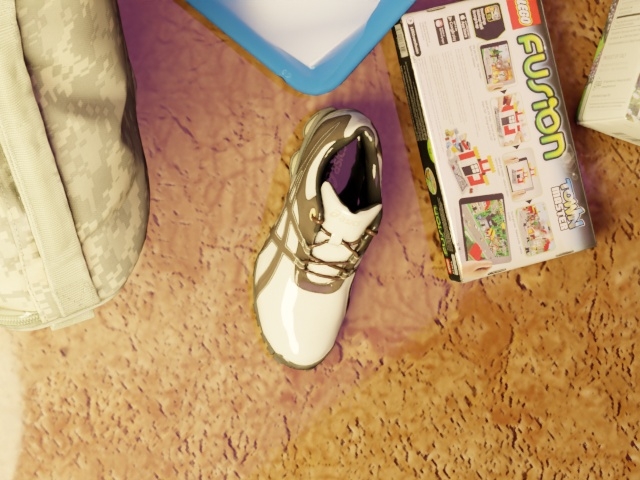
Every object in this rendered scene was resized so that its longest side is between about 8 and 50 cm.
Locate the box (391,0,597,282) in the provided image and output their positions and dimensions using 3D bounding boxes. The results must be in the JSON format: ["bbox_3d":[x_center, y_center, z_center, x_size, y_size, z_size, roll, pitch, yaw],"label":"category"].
[{"bbox_3d":[0.132,-0.081,1.254,0.114,0.036,0.207,-14,95,-12],"label":"box"}]

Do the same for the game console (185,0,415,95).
[{"bbox_3d":[-0.025,-0.301,1.217,0.293,0.173,0.250,39,115,-10],"label":"game console"}]

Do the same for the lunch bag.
[{"bbox_3d":[-0.214,-0.120,1.004,0.212,0.256,0.305,-24,138,-15],"label":"lunch bag"}]

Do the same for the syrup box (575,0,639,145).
[{"bbox_3d":[0.286,-0.187,1.254,0.093,0.096,0.237,18,88,-14],"label":"syrup box"}]

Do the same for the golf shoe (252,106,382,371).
[{"bbox_3d":[0.000,0.000,1.200,0.077,0.094,0.198,9,92,-14],"label":"golf shoe"}]
